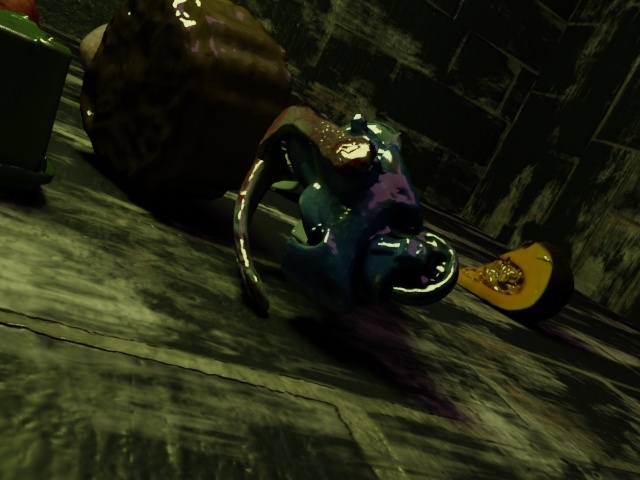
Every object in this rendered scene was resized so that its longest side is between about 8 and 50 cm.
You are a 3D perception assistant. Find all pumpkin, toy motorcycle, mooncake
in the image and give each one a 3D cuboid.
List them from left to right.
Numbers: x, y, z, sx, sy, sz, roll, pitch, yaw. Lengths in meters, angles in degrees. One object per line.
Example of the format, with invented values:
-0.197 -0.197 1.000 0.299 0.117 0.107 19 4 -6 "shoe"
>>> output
-0.217 -0.224 0.886 0.324 0.323 0.187 35 19 35 "mooncake"
0.018 -0.022 0.732 0.182 0.241 0.319 38 26 -42 "toy motorcycle"
0.455 0.067 1.379 0.139 0.190 0.281 11 19 -49 "pumpkin"

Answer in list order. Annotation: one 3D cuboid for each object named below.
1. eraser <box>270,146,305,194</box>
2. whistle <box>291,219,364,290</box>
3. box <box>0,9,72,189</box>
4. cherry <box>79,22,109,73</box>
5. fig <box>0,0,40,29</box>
-0.061 -0.180 1.555 0.189 0.104 0.290 28 11 25 "eraser"
0.036 -0.011 0.913 0.164 0.163 0.290 15 14 -44 "whistle"
-0.435 -0.206 0.668 0.253 0.177 0.329 18 15 -42 "box"
-0.395 -0.420 1.414 0.335 0.291 0.326 3 30 -11 "cherry"
-0.564 -0.344 0.858 0.263 0.224 0.224 18 14 -46 "fig"
